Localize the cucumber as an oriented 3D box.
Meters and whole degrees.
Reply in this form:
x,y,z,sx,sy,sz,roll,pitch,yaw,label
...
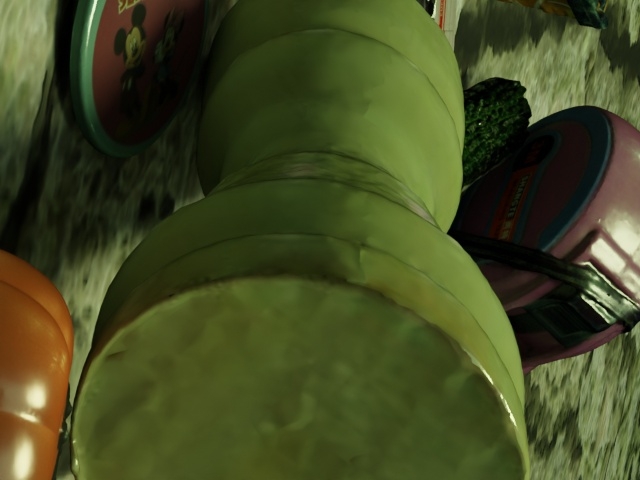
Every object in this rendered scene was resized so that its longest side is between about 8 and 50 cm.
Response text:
x,y,z,sx,sy,sz,roll,pitch,yaw,label
0.109,-0.080,1.690,0.265,0.077,0.077,-30,127,-60,cucumber

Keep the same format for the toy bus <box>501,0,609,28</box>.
x,y,z,sx,sy,sz,roll,pitch,yaw,label
0.192,-0.357,1.603,0.162,0.194,0.323,42,64,-64,toy bus

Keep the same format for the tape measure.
x,y,z,sx,sy,sz,roll,pitch,yaw,label
0.212,0.003,1.773,0.149,0.245,0.231,43,55,-23,tape measure

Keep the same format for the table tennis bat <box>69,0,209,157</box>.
x,y,z,sx,sy,sz,roll,pitch,yaw,label
-0.108,-0.165,1.183,0.153,0.040,0.244,-44,144,-54,table tennis bat

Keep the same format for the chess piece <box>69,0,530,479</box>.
x,y,z,sx,sy,sz,roll,pitch,yaw,label
0.000,0.000,1.144,0.442,0.234,0.234,-85,173,-59,chess piece

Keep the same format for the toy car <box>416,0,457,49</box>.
x,y,z,sx,sy,sz,roll,pitch,yaw,label
0.050,-0.172,1.484,0.108,0.089,0.210,-25,121,-63,toy car

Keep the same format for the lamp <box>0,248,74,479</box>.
x,y,z,sx,sy,sz,roll,pitch,yaw,label
-0.199,0.086,0.908,0.187,0.163,0.188,-169,-90,-85,lamp
